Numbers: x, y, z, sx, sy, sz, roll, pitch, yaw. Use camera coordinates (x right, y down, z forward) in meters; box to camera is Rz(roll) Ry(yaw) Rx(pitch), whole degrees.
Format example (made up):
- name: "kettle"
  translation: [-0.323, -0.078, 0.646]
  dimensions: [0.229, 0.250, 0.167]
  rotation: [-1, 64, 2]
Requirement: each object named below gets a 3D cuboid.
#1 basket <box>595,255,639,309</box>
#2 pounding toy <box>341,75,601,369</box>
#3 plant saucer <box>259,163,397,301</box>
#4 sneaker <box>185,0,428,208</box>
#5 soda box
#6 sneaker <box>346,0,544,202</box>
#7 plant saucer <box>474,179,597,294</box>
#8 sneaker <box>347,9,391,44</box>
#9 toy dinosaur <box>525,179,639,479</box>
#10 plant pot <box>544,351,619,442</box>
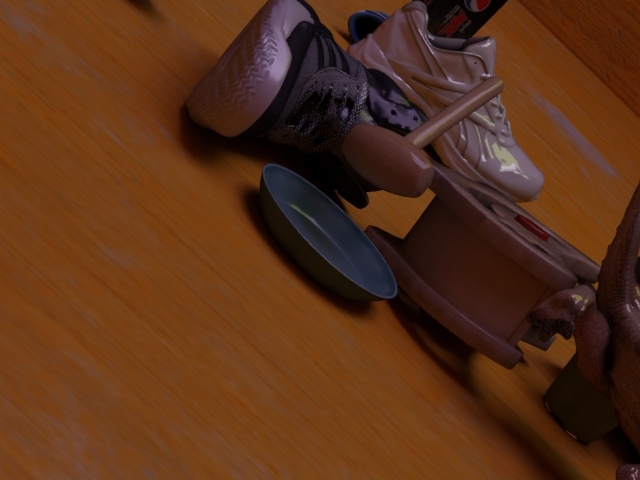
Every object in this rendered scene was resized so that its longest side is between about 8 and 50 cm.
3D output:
- name: "basket"
  translation: [0.319, 0.143, 1.358]
  dimensions: [0.227, 0.154, 0.204]
  rotation: [63, 3, 37]
- name: "pounding toy"
  translation: [0.135, -0.010, 1.226]
  dimensions: [0.154, 0.155, 0.269]
  rotation: [41, 11, 30]
- name: "plant saucer"
  translation: [0.000, 0.000, 1.137]
  dimensions: [0.119, 0.021, 0.119]
  rotation: [42, 16, -14]
- name: "sneaker"
  translation: [0.001, -0.092, 1.220]
  dimensions: [0.153, 0.101, 0.268]
  rotation: [40, 13, -7]
- name: "soda box"
  translation: [0.135, -0.240, 1.833]
  dimensions: [0.060, 0.169, 0.053]
  rotation: [36, 18, -29]
- name: "sneaker"
  translation: [0.140, -0.133, 1.667]
  dimensions: [0.232, 0.115, 0.090]
  rotation: [42, 16, -12]
- name: "plant saucer"
  translation: [0.187, 0.015, 1.569]
  dimensions: [0.168, 0.029, 0.168]
  rotation: [41, 16, -15]
- name: "sneaker"
  translation: [0.078, -0.181, 1.760]
  dimensions: [0.144, 0.053, 0.059]
  rotation: [43, 12, 29]
- name: "toy dinosaur"
  translation: [0.234, 0.107, 1.169]
  dimensions: [0.200, 0.127, 0.295]
  rotation: [9, 61, -68]
- name: "plant pot"
  translation: [0.209, 0.105, 1.290]
  dimensions: [0.083, 0.079, 0.083]
  rotation: [38, 20, -16]
